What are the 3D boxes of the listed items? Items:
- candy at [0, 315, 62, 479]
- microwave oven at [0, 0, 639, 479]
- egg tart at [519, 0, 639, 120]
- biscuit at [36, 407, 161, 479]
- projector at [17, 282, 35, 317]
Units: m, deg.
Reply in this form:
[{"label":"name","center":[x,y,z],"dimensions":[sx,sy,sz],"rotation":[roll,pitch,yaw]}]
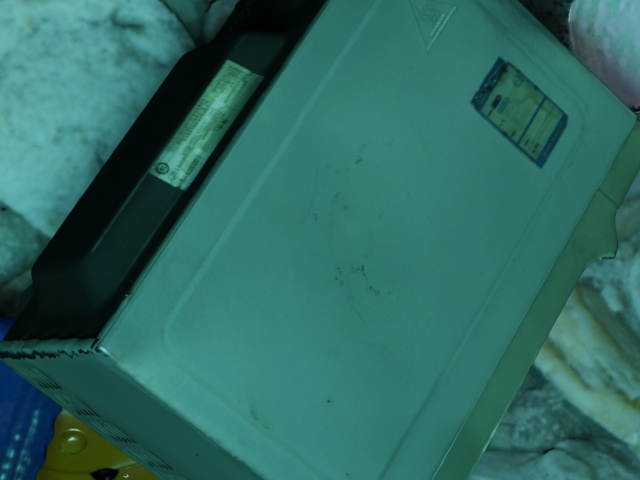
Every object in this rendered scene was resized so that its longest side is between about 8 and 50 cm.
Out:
[{"label":"candy","center":[-0.343,0.104,1.082],"dimensions":[0.331,0.077,0.187],"rotation":[15,78,-2]},{"label":"microwave oven","center":[0.000,0.000,1.065],"dimensions":[0.286,0.218,0.355],"rotation":[39,70,-21]},{"label":"egg tart","center":[0.221,-0.165,1.180],"dimensions":[0.234,0.094,0.234],"rotation":[-4,107,-12]},{"label":"biscuit","center":[-0.154,0.131,1.153],"dimensions":[0.170,0.050,0.170],"rotation":[-2,120,-3]},{"label":"projector","center":[-0.130,0.057,1.179],"dimensions":[0.115,0.061,0.147],"rotation":[-43,113,14]}]
